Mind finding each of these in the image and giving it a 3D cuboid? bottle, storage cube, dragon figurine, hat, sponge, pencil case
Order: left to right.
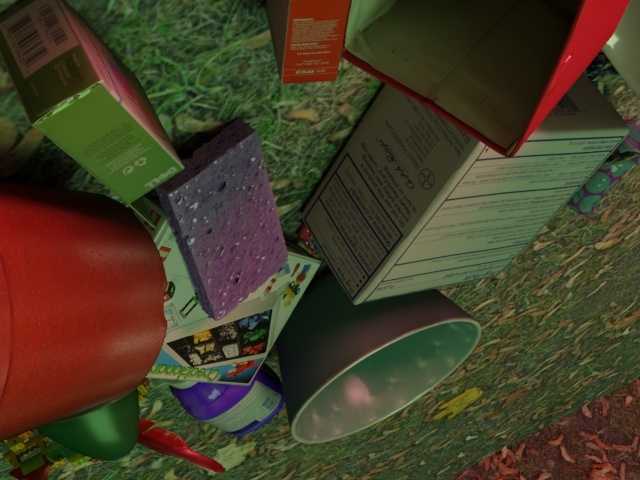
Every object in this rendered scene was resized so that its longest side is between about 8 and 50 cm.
[{"bbox_3d":[-0.255,0.250,1.157,0.208,0.183,0.173,-9,-163,14],"label":"hat"},{"bbox_3d":[-0.144,0.203,1.378,0.118,0.092,0.283,-37,153,2],"label":"bottle"},{"bbox_3d":[-0.098,-0.016,1.028,0.117,0.031,0.210,-42,145,-24],"label":"sponge"},{"bbox_3d":[0.152,-0.224,0.784,0.193,0.184,0.215,-47,163,-31],"label":"storage cube"},{"bbox_3d":[0.319,-0.145,1.274,0.085,0.144,0.289,-14,168,-35],"label":"dragon figurine"},{"bbox_3d":[0.437,-0.109,1.486,0.070,0.064,0.151,17,132,-25],"label":"pencil case"}]

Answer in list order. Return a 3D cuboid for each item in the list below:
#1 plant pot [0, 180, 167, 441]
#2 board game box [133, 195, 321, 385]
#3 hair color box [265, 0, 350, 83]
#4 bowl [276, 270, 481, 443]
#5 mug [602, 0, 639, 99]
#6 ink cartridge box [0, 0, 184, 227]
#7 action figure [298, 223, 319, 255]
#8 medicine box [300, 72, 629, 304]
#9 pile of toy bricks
[{"bbox_3d":[-0.289,0.058,0.816,0.272,0.272,0.265,-45,159,25],"label":"plant pot"},{"bbox_3d":[-0.138,0.072,1.133,0.193,0.053,0.305,-59,148,7],"label":"board game box"},{"bbox_3d":[-0.009,-0.217,0.783,0.053,0.093,0.167,-6,148,-9],"label":"hair color box"},{"bbox_3d":[0.060,0.144,1.415,0.312,0.163,0.311,-24,152,-14],"label":"bowl"},{"bbox_3d":[0.451,-0.312,0.970,0.328,0.276,0.374,-39,123,4],"label":"mug"},{"bbox_3d":[-0.175,-0.102,0.799,0.062,0.109,0.209,-32,154,3],"label":"ink cartridge box"},{"bbox_3d":[0.000,0.000,1.256,0.038,0.030,0.115,-32,152,9],"label":"action figure"},{"bbox_3d":[0.165,-0.078,1.156,0.263,0.149,0.289,-7,145,-40],"label":"medicine box"},{"bbox_3d":[-0.315,0.246,1.257,0.212,0.105,0.118,-28,153,-8],"label":"pile of toy bricks"}]
